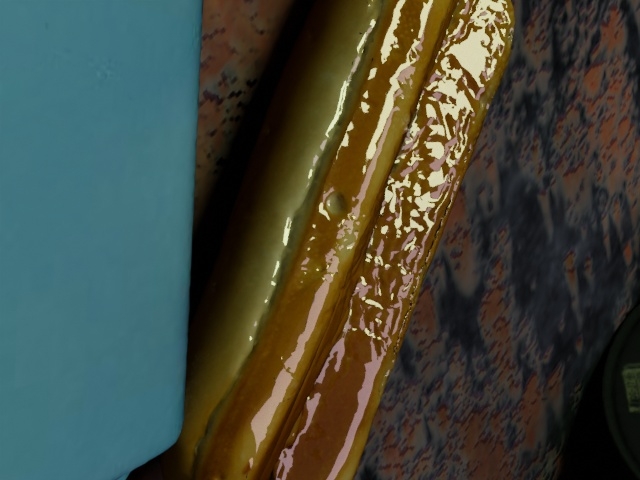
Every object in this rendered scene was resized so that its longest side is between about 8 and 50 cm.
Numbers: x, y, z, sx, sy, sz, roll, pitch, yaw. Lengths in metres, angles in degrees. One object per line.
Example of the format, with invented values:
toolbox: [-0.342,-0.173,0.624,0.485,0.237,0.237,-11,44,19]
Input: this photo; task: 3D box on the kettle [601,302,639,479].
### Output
kettle: [0.300,0.163,0.947,0.262,0.203,0.308,-27,136,-11]

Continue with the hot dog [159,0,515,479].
hot dog: [0.000,0.000,0.554,0.092,0.062,0.236,39,71,-57]

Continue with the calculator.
calculator: [-0.095,-0.025,0.403,0.173,0.051,0.293,-23,125,-49]
